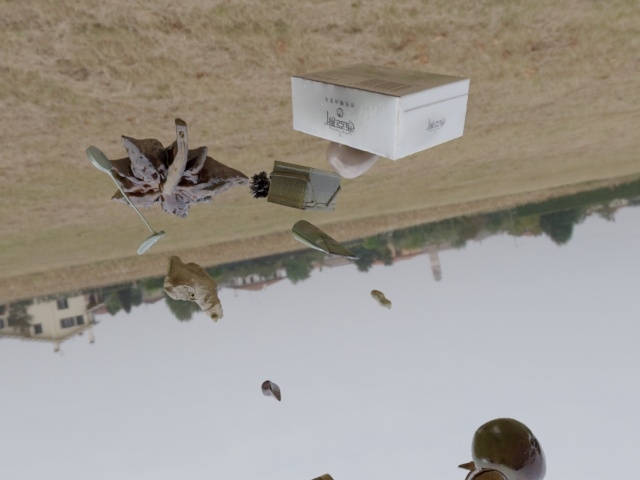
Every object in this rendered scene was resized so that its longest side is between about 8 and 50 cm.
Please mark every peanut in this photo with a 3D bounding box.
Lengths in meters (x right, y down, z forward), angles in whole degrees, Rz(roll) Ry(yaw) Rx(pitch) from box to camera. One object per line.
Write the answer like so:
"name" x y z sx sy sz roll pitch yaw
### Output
"peanut" 0.194 0.189 1.541 0.037 0.083 0.037 -45 -176 4

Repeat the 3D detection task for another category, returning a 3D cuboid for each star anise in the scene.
"star anise" -0.324 -0.132 1.031 0.349 0.109 0.292 -21 161 31

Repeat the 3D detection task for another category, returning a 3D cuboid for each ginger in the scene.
"ginger" -0.339 0.126 1.328 0.074 0.138 0.213 -30 126 33

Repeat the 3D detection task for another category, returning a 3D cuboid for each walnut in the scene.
"walnut" 0.536 0.792 1.535 0.137 0.137 0.245 -11 149 12

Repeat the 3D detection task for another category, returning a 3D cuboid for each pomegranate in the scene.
"pomegranate" 0.709 0.838 1.885 0.290 0.291 0.323 -9 157 -29

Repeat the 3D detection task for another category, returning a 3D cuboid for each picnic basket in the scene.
"picnic basket" -0.051 -0.184 1.664 0.165 0.139 0.266 15 -171 26

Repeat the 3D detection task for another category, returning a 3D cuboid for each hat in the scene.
"hat" -0.164 0.499 1.586 0.042 0.087 0.058 -29 -154 13

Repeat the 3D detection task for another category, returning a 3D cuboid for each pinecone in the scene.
"pinecone" -0.263 -0.253 2.207 0.140 0.121 0.140 -19 -164 6

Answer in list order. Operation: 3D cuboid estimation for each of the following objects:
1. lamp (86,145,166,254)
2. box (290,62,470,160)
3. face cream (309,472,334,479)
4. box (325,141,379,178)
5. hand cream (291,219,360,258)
"lamp" -0.348 -0.070 0.839 0.056 0.198 0.050 -31 -166 9
"box" 0.101 -0.243 0.867 0.194 0.111 0.260 -24 -146 -35
"face cream" -0.040 0.854 1.554 0.067 0.140 0.284 -24 160 40
"box" 0.107 -0.283 1.518 0.200 0.146 0.088 -43 -179 -31
"hand cream" 0.000 0.000 1.193 0.086 0.055 0.235 7 -167 -33
